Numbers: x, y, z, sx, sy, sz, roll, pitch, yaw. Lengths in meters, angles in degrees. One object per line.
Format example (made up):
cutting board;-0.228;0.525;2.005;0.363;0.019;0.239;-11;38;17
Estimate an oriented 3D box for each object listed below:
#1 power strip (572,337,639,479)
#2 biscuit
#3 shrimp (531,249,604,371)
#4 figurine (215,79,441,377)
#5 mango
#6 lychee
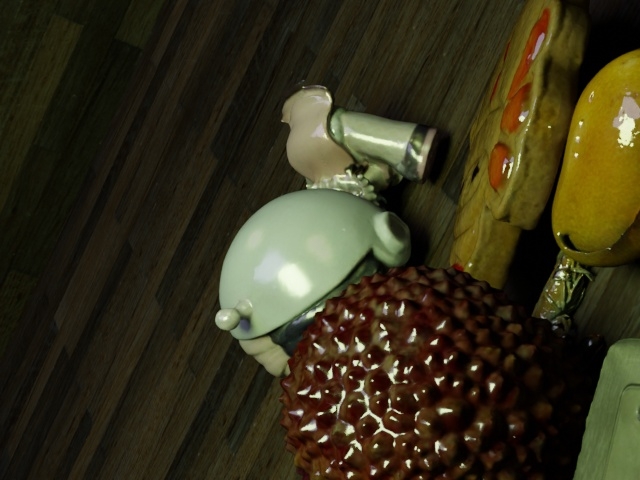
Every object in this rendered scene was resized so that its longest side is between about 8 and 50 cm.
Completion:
power strip;0.332;0.215;1.640;0.251;0.092;0.257;-2;68;56
biscuit;0.207;-0.106;2.066;0.359;0.074;0.381;117;172;-80
shrimp;0.261;0.070;1.977;0.178;0.034;0.124;-67;27;10
figurine;-0.003;0.004;2.376;0.253;0.211;0.361;130;158;-58
mango;0.307;-0.076;1.872;0.166;0.136;0.236;-107;36;-46
lychee;0.111;0.176;1.885;0.306;0.306;0.330;-65;17;10
